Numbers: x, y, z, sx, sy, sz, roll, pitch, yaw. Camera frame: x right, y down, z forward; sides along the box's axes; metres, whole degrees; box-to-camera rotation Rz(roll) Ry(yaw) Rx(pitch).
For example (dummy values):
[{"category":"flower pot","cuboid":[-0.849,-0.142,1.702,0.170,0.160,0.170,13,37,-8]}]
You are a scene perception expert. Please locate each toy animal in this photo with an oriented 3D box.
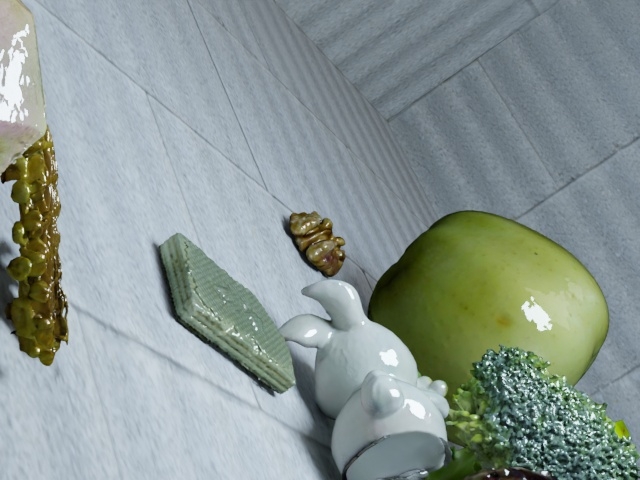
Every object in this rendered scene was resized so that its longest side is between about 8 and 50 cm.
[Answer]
[{"category":"toy animal","cuboid":[0.066,0.222,1.793,0.247,0.183,0.310,44,18,-43]}]

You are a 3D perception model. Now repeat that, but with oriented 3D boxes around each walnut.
[{"category":"walnut","cuboid":[0.000,0.000,2.334,0.143,0.069,0.170,57,11,8]}]

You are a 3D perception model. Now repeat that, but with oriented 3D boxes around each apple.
[{"category":"apple","cuboid":[0.309,0.167,2.263,0.473,0.473,0.473,52,14,-18]}]

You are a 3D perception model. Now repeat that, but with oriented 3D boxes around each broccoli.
[{"category":"broccoli","cuboid":[0.298,0.336,1.932,0.397,0.275,0.353,16,-68,52]}]

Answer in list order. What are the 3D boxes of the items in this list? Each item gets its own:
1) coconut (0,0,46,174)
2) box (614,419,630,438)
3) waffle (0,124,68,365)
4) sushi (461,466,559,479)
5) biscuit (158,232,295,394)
[{"category":"coconut","cuboid":[-0.355,-0.139,1.033,0.233,0.245,0.233,54,13,-18]},{"category":"box","cuboid":[0.401,0.419,2.172,0.047,0.335,0.187,66,15,15]},{"category":"waffle","cuboid":[-0.277,-0.001,1.161,0.231,0.051,0.228,96,-11,-47]},{"category":"sushi","cuboid":[0.269,0.492,1.631,0.294,0.299,0.281,-105,177,-56]},{"category":"biscuit","cuboid":[-0.125,0.105,1.681,0.252,0.052,0.150,45,17,-40]}]
